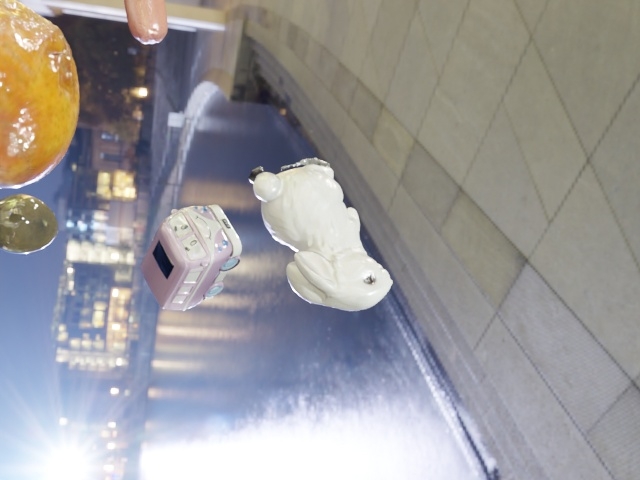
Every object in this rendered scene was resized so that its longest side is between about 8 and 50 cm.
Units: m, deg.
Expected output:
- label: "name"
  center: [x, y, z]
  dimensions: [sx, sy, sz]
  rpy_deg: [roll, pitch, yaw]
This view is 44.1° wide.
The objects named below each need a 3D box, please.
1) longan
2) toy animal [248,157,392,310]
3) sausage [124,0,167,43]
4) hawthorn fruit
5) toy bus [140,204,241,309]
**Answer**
- label: "longan"
  center: [-0.898, -0.050, 2.368]
  dimensions: [0.198, 0.212, 0.197]
  rpy_deg: [6, 99, 40]
- label: "toy animal"
  center: [0.000, 0.000, 1.739]
  dimensions: [0.194, 0.258, 0.357]
  rpy_deg: [-51, 56, 41]
- label: "sausage"
  center: [-0.272, -0.379, 1.211]
  dimensions: [0.062, 0.062, 0.154]
  rpy_deg: [-177, 77, -78]
- label: "hawthorn fruit"
  center: [-0.746, -0.339, 1.764]
  dimensions: [0.472, 0.472, 0.471]
  rpy_deg: [-175, 90, -78]
- label: "toy bus"
  center: [-0.261, 0.034, 1.592]
  dimensions: [0.142, 0.142, 0.202]
  rpy_deg: [58, 136, 23]
